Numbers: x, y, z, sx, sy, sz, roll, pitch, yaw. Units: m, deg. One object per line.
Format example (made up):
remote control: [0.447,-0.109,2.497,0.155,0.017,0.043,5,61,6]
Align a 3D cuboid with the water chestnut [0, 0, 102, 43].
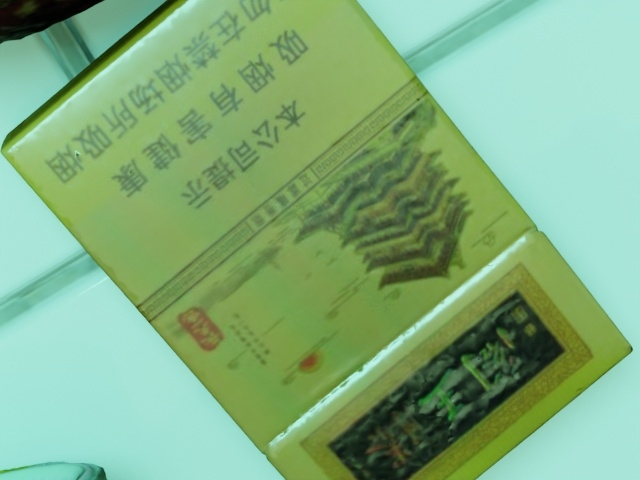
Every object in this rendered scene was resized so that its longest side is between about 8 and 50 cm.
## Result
water chestnut: [-0.168,-0.241,0.647,0.335,0.347,0.335,0,90,-7]

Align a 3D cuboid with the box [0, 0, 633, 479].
box: [0.000,0.000,0.841,0.174,0.076,0.274,-39,103,2]

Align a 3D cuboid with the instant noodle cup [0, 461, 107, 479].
instant noodle cup: [-0.167,0.223,0.782,0.264,0.264,0.200,-15,93,-4]
